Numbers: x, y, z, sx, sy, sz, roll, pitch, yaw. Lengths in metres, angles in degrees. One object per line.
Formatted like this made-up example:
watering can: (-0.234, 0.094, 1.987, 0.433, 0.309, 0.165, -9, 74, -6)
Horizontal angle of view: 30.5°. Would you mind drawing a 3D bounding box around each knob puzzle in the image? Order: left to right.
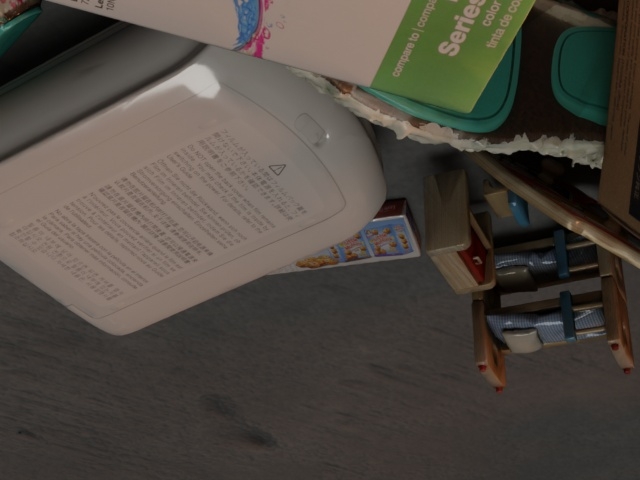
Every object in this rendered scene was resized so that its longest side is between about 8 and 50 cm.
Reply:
knob puzzle: (0.201, -0.037, 0.925, 0.213, 0.213, 0.030, 23, 106, -23)

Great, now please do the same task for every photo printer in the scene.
photo printer: (-0.117, -0.059, 0.933, 0.308, 0.107, 0.256, -24, 138, 22)

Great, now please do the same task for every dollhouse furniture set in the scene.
dollhouse furniture set: (0.181, 0.032, 1.006, 0.129, 0.129, 0.183, -12, 147, 21)

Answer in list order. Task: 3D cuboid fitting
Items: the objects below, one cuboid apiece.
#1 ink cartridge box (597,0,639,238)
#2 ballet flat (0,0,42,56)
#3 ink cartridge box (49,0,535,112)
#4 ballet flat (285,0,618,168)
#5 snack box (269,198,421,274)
ink cartridge box: (0.312, -0.106, 0.761, 0.235, 0.088, 0.193, -6, 113, -11)
ballet flat: (-0.296, -0.144, 0.901, 0.241, 0.091, 0.077, -35, 97, 35)
ink cartridge box: (-0.024, -0.211, 0.666, 0.278, 0.201, 0.117, 14, 141, -11)
ballet flat: (0.132, -0.112, 0.845, 0.409, 0.147, 0.147, 15, 142, -15)
snack box: (0.000, 0.000, 1.090, 0.178, 0.022, 0.064, -7, 140, 15)
